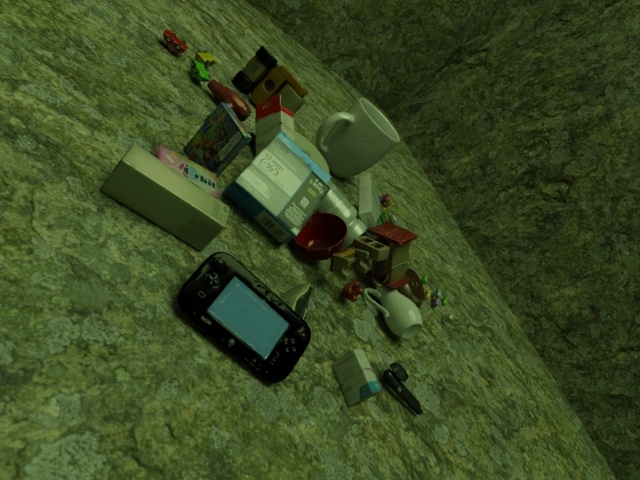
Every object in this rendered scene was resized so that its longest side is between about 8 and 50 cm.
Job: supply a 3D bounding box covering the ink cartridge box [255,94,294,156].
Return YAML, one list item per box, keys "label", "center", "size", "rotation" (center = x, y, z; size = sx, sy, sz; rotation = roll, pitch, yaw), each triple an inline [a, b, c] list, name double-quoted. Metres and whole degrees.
- label: "ink cartridge box"
  center: [-0.171, -0.407, 1.634]
  size: [0.078, 0.134, 0.231]
  rotation: [16, 68, -52]

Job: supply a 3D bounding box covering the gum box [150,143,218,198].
- label: "gum box"
  center: [-0.375, -0.170, 1.185]
  size: [0.188, 0.062, 0.107]
  rotation: [27, 34, -38]

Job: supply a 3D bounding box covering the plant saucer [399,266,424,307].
- label: "plant saucer"
  center: [0.392, 0.192, 1.876]
  size: [0.199, 0.036, 0.198]
  rotation: [35, 40, -35]

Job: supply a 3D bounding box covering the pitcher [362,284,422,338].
- label: "pitcher"
  center: [0.255, 0.247, 1.566]
  size: [0.178, 0.125, 0.207]
  rotation: [2, 39, -30]

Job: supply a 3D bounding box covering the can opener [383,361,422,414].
- label: "can opener"
  center: [0.254, 0.460, 1.336]
  size: [0.186, 0.073, 0.059]
  rotation: [56, 18, -8]

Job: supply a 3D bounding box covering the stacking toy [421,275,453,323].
- label: "stacking toy"
  center: [0.538, 0.265, 2.029]
  size: [0.167, 0.052, 0.221]
  rotation: [46, 26, -7]

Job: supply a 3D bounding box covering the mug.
- label: "mug"
  center: [0.136, -0.476, 2.073]
  size: [0.374, 0.328, 0.276]
  rotation: [16, 41, -47]

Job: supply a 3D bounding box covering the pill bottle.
- label: "pill bottle"
  center: [0.033, -0.108, 1.622]
  size: [0.283, 0.160, 0.160]
  rotation: [49, 26, 1]

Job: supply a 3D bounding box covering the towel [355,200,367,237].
- label: "towel"
  center: [0.270, -0.023, 1.991]
  size: [0.312, 0.056, 0.324]
  rotation: [41, 27, -17]

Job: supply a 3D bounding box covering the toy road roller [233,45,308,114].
- label: "toy road roller"
  center: [-0.207, -0.697, 1.993]
  size: [0.329, 0.202, 0.240]
  rotation: [48, 16, 1]

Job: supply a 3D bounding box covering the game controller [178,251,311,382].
- label: "game controller"
  center: [-0.165, 0.176, 0.994]
  size: [0.319, 0.067, 0.166]
  rotation: [44, 51, -15]

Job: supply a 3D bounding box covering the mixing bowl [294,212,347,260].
- label: "mixing bowl"
  center: [0.000, 0.000, 1.459]
  size: [0.181, 0.182, 0.098]
  rotation: [-100, -176, -46]

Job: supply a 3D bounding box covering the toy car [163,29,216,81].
- label: "toy car"
  center: [-0.491, -0.686, 1.697]
  size: [0.239, 0.053, 0.225]
  rotation: [11, 46, -51]

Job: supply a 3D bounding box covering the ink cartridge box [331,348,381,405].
- label: "ink cartridge box"
  center: [0.095, 0.366, 1.175]
  size: [0.052, 0.088, 0.122]
  rotation: [14, 43, -49]

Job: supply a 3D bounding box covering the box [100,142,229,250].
- label: "box"
  center: [-0.365, -0.099, 1.057]
  size: [0.275, 0.113, 0.094]
  rotation: [37, 28, -26]

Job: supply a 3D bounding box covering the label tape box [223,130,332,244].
- label: "label tape box"
  center: [-0.107, -0.196, 1.417]
  size: [0.249, 0.115, 0.347]
  rotation: [42, 58, -13]

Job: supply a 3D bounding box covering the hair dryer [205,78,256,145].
- label: "hair dryer"
  center: [-0.346, -0.494, 1.635]
  size: [0.224, 0.080, 0.293]
  rotation: [9, 47, -54]

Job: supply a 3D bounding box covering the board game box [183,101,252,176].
- label: "board game box"
  center: [-0.306, -0.283, 1.285]
  size: [0.136, 0.201, 0.035]
  rotation: [56, 27, 12]

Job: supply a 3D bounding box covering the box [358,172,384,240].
- label: "box"
  center: [0.217, -0.108, 1.813]
  size: [0.322, 0.059, 0.232]
  rotation: [-81, 152, -53]

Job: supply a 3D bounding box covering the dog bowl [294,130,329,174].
- label: "dog bowl"
  center: [-0.091, -0.322, 1.775]
  size: [0.265, 0.104, 0.265]
  rotation: [36, 30, -25]

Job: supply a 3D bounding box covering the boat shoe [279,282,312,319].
- label: "boat shoe"
  center: [-0.071, 0.186, 1.188]
  size: [0.079, 0.084, 0.233]
  rotation: [66, 20, -15]

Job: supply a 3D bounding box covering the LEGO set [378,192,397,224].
- label: "LEGO set"
  center: [0.338, -0.182, 2.261]
  size: [0.087, 0.093, 0.227]
  rotation: [29, 33, -36]

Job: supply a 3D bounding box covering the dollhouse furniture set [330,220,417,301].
- label: "dollhouse furniture set"
  center: [0.161, 0.082, 1.527]
  size: [0.374, 0.201, 0.152]
  rotation: [-17, 32, -39]
